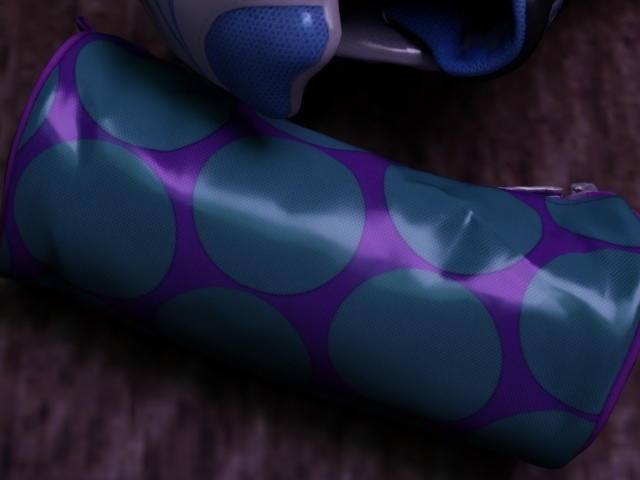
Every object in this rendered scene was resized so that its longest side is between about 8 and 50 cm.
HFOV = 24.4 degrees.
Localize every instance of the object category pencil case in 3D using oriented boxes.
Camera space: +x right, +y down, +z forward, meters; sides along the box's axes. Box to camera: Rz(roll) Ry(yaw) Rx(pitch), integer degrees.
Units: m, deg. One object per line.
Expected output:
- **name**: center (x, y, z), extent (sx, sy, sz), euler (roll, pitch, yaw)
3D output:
- **pencil case**: center (0.000, 0.000, 0.354), extent (0.151, 0.064, 0.070), euler (19, 73, 2)

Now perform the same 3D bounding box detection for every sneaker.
- **sneaker**: center (0.051, -0.086, 0.386), extent (0.237, 0.085, 0.086), euler (-21, 77, -38)
